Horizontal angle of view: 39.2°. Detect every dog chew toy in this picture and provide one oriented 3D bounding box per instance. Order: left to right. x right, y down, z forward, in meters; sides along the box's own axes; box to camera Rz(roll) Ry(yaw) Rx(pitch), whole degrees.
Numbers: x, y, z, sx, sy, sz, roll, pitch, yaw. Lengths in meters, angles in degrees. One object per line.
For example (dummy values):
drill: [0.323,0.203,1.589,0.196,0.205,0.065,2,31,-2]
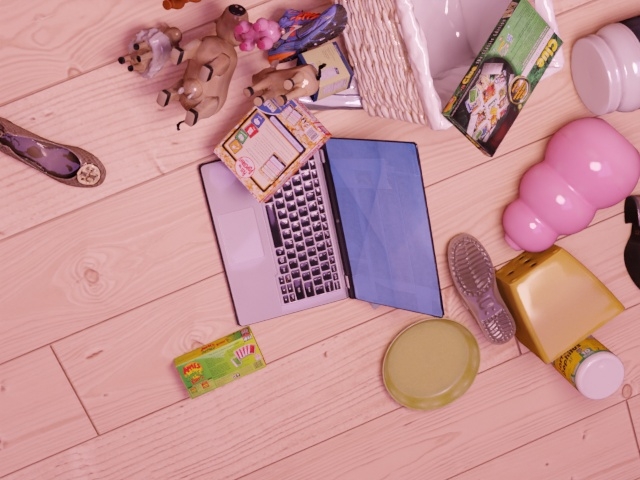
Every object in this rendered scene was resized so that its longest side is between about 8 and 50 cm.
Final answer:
dog chew toy: [0.532,-0.107,1.959,0.207,0.206,0.332,37,105,-21]

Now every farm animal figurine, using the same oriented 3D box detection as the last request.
farm animal figurine: [-0.172,-0.339,1.674,0.330,0.172,0.327,48,128,1]

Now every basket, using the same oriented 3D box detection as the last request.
basket: [0.235,-0.422,1.701,0.331,0.266,0.328,-28,113,-22]

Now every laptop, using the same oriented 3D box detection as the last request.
laptop: [0.000,0.000,1.847,0.408,0.236,0.381,-15,111,-8]

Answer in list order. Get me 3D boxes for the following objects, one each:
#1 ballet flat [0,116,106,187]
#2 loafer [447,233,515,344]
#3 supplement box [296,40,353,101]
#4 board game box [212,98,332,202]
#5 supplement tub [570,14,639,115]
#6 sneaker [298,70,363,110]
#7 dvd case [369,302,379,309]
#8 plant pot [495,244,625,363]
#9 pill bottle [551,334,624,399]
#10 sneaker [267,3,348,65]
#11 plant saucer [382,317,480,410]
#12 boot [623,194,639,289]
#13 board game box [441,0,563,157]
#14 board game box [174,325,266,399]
ballet flat: [-0.540,-0.168,1.761,0.250,0.058,0.084,27,101,-20]
loafer: [0.355,0.111,2.048,0.102,0.092,0.268,-23,96,-6]
supplement box: [0.008,-0.330,1.759,0.083,0.056,0.083,-23,74,-15]
board game box: [-0.096,-0.192,1.765,0.193,0.045,0.146,-43,84,19]
supplement tub: [0.692,-0.382,1.898,0.272,0.191,0.191,-18,112,-7]
sneaker: [0.017,-0.314,1.832,0.258,0.094,0.091,-1,91,-17]
dvd case: [0.144,0.089,2.030,0.119,0.013,0.087,-39,112,1]
plant pot: [0.515,0.120,2.032,0.212,0.212,0.187,-36,101,1]
pill bottle: [0.604,0.274,2.094,0.118,0.208,0.117,-4,110,-12]
sneaker: [-0.038,-0.408,1.727,0.083,0.221,0.087,-28,98,-44]
plant saucer: [0.257,0.285,2.111,0.241,0.037,0.240,-4,109,-11]
boot: [0.838,-0.018,2.111,0.229,0.091,0.262,-10,108,-9]
board game box: [0.329,-0.294,1.615,0.136,0.030,0.259,37,81,-30]
board game box: [-0.222,0.271,1.993,0.181,0.043,0.092,-24,112,-4]
